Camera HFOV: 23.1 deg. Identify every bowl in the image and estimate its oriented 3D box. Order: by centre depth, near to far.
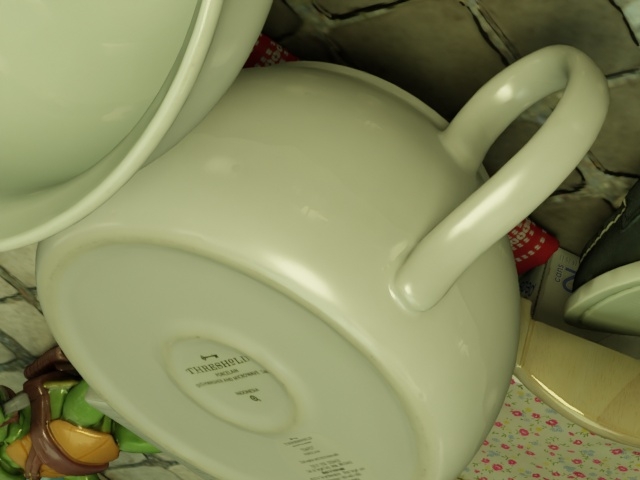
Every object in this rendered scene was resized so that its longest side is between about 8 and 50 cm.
[{"bbox_3d":[-0.117,-0.147,0.659,0.298,0.298,0.134,-6,-176,35],"label":"bowl"}]

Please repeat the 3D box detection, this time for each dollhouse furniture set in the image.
[{"bbox_3d":[0.159,0.151,0.807,0.355,0.174,0.303,20,146,-2],"label":"dollhouse furniture set"}]

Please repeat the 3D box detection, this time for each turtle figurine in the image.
[{"bbox_3d":[-0.174,0.174,1.143,0.266,0.274,0.198,-29,93,24],"label":"turtle figurine"}]

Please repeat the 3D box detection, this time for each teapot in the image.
[{"bbox_3d":[0.000,0.000,0.770,0.256,0.187,0.252,19,145,19],"label":"teapot"}]

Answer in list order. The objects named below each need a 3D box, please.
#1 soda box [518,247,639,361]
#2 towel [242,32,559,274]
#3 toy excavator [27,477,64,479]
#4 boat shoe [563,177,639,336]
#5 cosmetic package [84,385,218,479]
[{"bbox_3d":[0.238,0.114,0.955,0.286,0.091,0.098,25,148,-8],"label":"soda box"},{"bbox_3d":[-0.021,-0.038,0.927,0.275,0.031,0.199,33,146,-20],"label":"towel"},{"bbox_3d":[-0.343,0.240,1.315,0.222,0.433,0.445,9,175,18],"label":"toy excavator"},{"bbox_3d":[0.213,-0.021,0.767,0.114,0.091,0.302,8,161,-22],"label":"boat shoe"},{"bbox_3d":[-0.038,0.112,1.054,0.085,0.117,0.231,5,154,46],"label":"cosmetic package"}]
